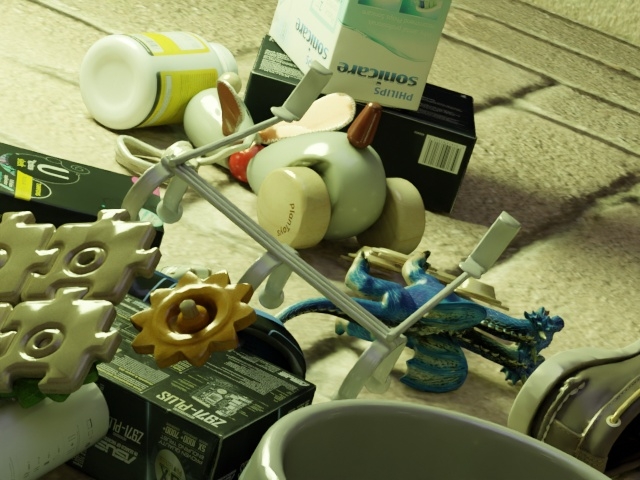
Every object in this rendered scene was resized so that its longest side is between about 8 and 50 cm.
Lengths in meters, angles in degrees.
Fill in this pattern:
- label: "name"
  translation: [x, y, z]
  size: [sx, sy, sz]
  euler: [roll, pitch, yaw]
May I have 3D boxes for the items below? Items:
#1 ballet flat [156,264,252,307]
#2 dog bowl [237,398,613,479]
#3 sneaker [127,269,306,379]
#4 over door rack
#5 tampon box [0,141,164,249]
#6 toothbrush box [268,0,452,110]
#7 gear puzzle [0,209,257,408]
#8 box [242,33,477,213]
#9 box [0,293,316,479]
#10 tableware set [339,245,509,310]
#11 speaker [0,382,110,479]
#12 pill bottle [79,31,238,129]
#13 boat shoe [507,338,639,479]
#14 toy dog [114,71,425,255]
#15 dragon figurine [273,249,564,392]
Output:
- label: "ballet flat"
  translation: [-0.096, 0.050, 1.693]
  size: [0.057, 0.052, 0.168]
  euler: [-1, 26, -44]
- label: "dog bowl"
  translation: [0.093, 0.219, 1.309]
  size: [0.348, 0.102, 0.349]
  euler: [15, 19, -5]
- label: "sneaker"
  translation: [-0.119, 0.073, 1.560]
  size: [0.232, 0.081, 0.090]
  euler: [13, 12, -18]
- label: "over door rack"
  translation: [0.000, 0.000, 1.613]
  size: [0.239, 0.108, 0.324]
  euler: [39, 31, 7]
- label: "tampon box"
  translation: [-0.220, -0.004, 1.652]
  size: [0.161, 0.101, 0.120]
  euler: [14, 19, -13]
- label: "toothbrush box"
  translation: [0.063, -0.321, 2.206]
  size: [0.126, 0.295, 0.216]
  euler: [8, 22, -22]
- label: "gear puzzle"
  translation: [-0.192, 0.052, 1.362]
  size: [0.339, 0.044, 0.175]
  euler: [-2, 42, 24]
- label: "box"
  translation: [0.040, -0.136, 2.273]
  size: [0.261, 0.103, 0.184]
  euler: [17, 21, -2]
- label: "box"
  translation: [-0.118, 0.118, 1.435]
  size: [0.180, 0.077, 0.147]
  euler: [24, 20, 20]
- label: "tableware set"
  translation: [0.098, 0.033, 1.912]
  size: [0.141, 0.020, 0.168]
  euler: [19, -3, -17]
- label: "speaker"
  translation: [-0.201, 0.135, 1.314]
  size: [0.055, 0.055, 0.136]
  euler: [26, 31, 24]
- label: "pill bottle"
  translation: [-0.173, -0.179, 2.196]
  size: [0.103, 0.103, 0.184]
  euler: [28, 20, 27]
- label: "boat shoe"
  translation: [0.297, 0.137, 1.721]
  size: [0.324, 0.116, 0.096]
  euler: [-9, 37, -46]
- label: "toy dog"
  translation: [-0.030, -0.107, 2.030]
  size: [0.333, 0.161, 0.220]
  euler: [28, 21, 27]
- label: "dragon figurine"
  translation: [0.090, 0.076, 1.737]
  size: [0.289, 0.085, 0.144]
  euler: [0, 25, -46]
